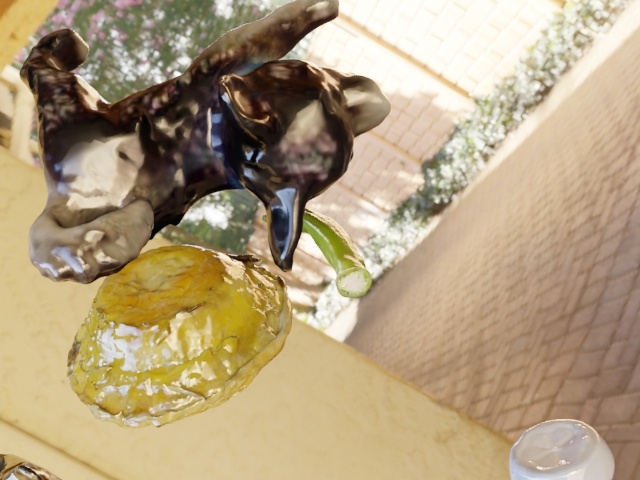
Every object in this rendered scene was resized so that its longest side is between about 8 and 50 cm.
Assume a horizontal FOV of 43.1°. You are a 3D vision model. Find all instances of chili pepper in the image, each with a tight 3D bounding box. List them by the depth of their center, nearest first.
[{"bbox_3d":[0.000,0.000,0.897,0.202,0.052,0.050,43,110,52],"label":"chili pepper"}]

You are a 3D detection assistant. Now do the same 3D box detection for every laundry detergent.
[{"bbox_3d":[0.245,0.307,0.685,0.159,0.335,0.088,-5,25,42],"label":"laundry detergent"}]

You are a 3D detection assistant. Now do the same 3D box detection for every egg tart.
[{"bbox_3d":[-0.177,0.089,0.966,0.295,0.295,0.116,-65,-34,-49],"label":"egg tart"}]

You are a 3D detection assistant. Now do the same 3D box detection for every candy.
[{"bbox_3d":[-0.395,0.347,1.084,0.271,0.143,0.101,-17,28,48],"label":"candy"}]

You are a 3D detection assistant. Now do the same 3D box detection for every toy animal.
[{"bbox_3d":[-0.102,-0.083,0.758,0.302,0.344,0.194,-98,-5,-51],"label":"toy animal"}]
